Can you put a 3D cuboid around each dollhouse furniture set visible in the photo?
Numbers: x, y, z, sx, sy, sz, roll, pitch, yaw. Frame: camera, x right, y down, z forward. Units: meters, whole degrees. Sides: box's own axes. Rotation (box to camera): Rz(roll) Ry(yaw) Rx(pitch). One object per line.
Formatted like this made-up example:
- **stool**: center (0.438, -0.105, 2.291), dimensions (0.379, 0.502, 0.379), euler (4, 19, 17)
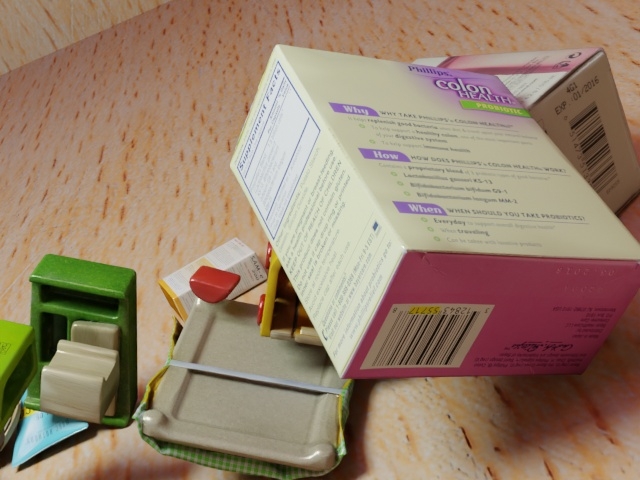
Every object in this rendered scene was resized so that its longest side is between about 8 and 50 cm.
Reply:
- **dollhouse furniture set**: center (-0.124, 0.146, 1.007), dimensions (0.302, 0.151, 0.197), euler (10, 31, 4)

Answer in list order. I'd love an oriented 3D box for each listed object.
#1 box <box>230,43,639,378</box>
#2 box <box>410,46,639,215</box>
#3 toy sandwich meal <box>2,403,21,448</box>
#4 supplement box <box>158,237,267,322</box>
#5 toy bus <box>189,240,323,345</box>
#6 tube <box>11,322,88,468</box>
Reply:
- **box**: center (0.080, -0.022, 0.898), dimensions (0.214, 0.117, 0.243), euler (2, 39, -30)
- **box**: center (0.159, -0.086, 1.132), dimensions (0.127, 0.148, 0.232), euler (-39, 28, -31)
- **toy sandwich meal**: center (-0.317, 0.177, 1.146), dimensions (0.085, 0.029, 0.085), euler (-42, 26, 26)
- **supplement box**: center (-0.112, 0.041, 1.259), dimensions (0.098, 0.036, 0.062), euler (-30, 24, -12)
- **toy bus**: center (0.005, 0.006, 1.020), dimensions (0.191, 0.104, 0.202), euler (-18, 37, -42)
- **tube**: center (-0.264, 0.142, 1.190), dimensions (0.080, 0.052, 0.207), euler (-33, 30, 7)
